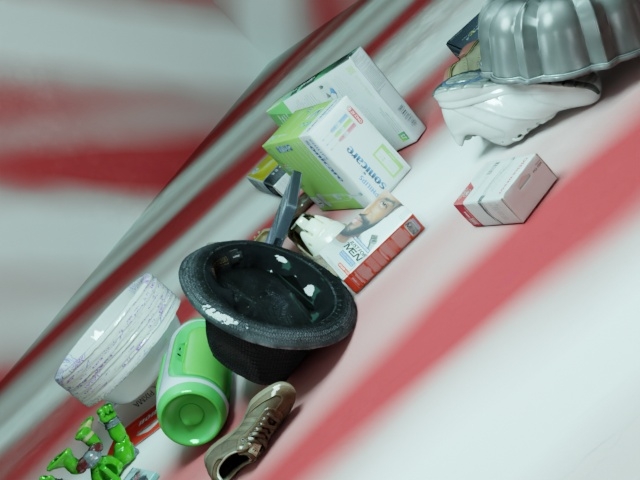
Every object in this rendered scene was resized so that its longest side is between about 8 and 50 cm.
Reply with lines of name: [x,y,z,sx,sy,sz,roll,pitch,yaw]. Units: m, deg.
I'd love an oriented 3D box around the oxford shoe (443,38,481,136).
oxford shoe: [0.326,-0.320,1.954,0.130,0.123,0.348,-27,24,31]

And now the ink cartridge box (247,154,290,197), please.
ink cartridge box: [-0.040,-0.245,2.718,0.307,0.072,0.303,-48,17,-6]

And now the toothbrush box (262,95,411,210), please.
toothbrush box: [0.028,-0.176,2.148,0.122,0.206,0.283,-48,16,-14]

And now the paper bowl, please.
paper bowl: [-0.386,0.213,2.051,0.284,0.148,0.284,-46,12,13]

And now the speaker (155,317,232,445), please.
speaker: [-0.224,0.249,1.851,0.131,0.131,0.296,-41,17,12]

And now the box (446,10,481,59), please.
box: [0.402,-0.490,2.282,0.233,0.059,0.183,-43,18,7]

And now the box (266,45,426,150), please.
box: [0.051,-0.269,2.270,0.322,0.232,0.058,-24,22,49]

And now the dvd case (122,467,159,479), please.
dvd case: [-0.341,0.450,1.839,0.087,0.013,0.119,-52,17,-24]

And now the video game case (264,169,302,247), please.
video game case: [-0.099,0.010,2.100,0.196,0.026,0.274,-85,15,-65]

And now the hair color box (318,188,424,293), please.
hair color box: [0.088,0.000,1.791,0.167,0.053,0.093,-43,44,0]

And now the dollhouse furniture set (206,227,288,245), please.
dollhouse furniture set: [-0.177,-0.001,2.345,0.151,0.123,0.144,-50,18,-18]

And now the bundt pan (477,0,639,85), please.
bundt pan: [0.406,-0.378,1.685,0.331,0.124,0.331,-17,23,7]

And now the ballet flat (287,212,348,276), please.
ballet flat: [0.000,0.000,1.962,0.107,0.106,0.316,-47,17,-10]

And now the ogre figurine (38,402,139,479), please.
ogre figurine: [-0.434,0.421,1.943,0.097,0.118,0.197,-30,20,51]

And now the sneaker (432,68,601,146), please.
sneaker: [0.338,-0.231,1.733,0.297,0.129,0.111,-1,28,39]

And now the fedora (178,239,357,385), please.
fedora: [-0.100,0.134,1.730,0.334,0.334,0.152,-83,6,-64]

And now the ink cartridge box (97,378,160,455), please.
ink cartridge box: [-0.350,0.316,2.106,0.275,0.060,0.239,-38,16,20]

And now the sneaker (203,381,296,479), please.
sneaker: [-0.098,0.303,1.570,0.188,0.066,0.071,-48,33,6]

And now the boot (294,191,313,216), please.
boot: [-0.017,-0.094,2.360,0.114,0.037,0.106,-18,32,46]

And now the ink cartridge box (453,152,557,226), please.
ink cartridge box: [0.282,-0.076,1.569,0.099,0.056,0.135,-50,17,-17]
